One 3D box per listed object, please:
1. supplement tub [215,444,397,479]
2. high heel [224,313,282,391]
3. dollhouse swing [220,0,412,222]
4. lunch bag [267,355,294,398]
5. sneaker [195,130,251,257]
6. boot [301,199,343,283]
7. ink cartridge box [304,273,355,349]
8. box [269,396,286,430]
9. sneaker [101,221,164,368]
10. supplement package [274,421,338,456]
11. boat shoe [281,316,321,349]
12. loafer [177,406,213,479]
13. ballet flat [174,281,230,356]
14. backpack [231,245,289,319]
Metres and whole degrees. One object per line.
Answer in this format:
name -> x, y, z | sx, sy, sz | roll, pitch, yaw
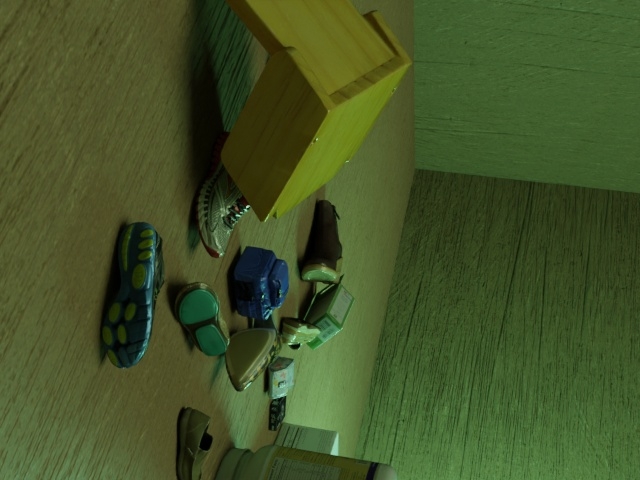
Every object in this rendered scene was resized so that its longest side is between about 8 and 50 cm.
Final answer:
supplement tub -> -0.030, 0.531, 1.803 | 0.241, 0.331, 0.241 | 7, 90, -79
high heel -> -0.120, 0.238, 1.779 | 0.261, 0.093, 0.186 | -77, 167, -52
dollhouse swing -> -0.069, -0.272, 1.490 | 0.315, 0.305, 0.347 | -57, 172, 33
lunch bag -> -0.091, 0.309, 2.077 | 0.083, 0.053, 0.071 | -35, 131, -63
sneaker -> -0.139, -0.076, 1.487 | 0.088, 0.093, 0.225 | 74, 26, -63
boot -> 0.000, 0.000, 2.324 | 0.248, 0.090, 0.206 | 30, 56, -76
ink cartridge box -> 0.022, 0.181, 2.386 | 0.109, 0.062, 0.209 | -39, -168, 27
box -> -0.100, 0.397, 2.168 | 0.083, 0.018, 0.067 | -48, 144, -71
sneaker -> -0.230, 0.072, 1.194 | 0.078, 0.067, 0.188 | 38, 57, -70
supplement package -> -0.054, 0.605, 2.210 | 0.262, 0.145, 0.204 | -65, 159, -55
boat shoe -> -0.054, 0.224, 2.202 | 0.072, 0.068, 0.190 | -70, 158, -2
loafer -> -0.205, 0.346, 1.533 | 0.056, 0.050, 0.148 | -61, 156, -61
ballet flat -> -0.191, 0.109, 1.464 | 0.206, 0.073, 0.067 | 86, -12, -54
backpack -> -0.111, 0.089, 1.719 | 0.098, 0.101, 0.120 | -59, 158, -49
